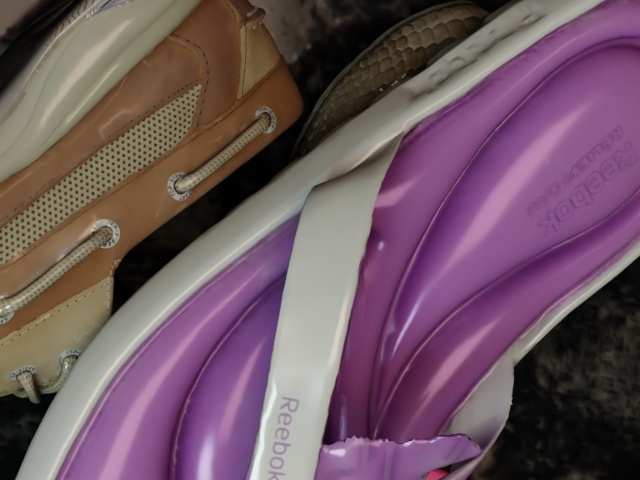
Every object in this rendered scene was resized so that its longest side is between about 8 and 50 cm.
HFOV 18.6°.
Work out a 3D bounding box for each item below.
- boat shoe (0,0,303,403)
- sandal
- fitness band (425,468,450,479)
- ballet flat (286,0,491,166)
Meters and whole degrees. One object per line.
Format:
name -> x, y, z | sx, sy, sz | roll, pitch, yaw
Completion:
boat shoe -> -0.131, 0.014, 0.781 | 0.324, 0.123, 0.116 | -45, 106, -9
sandal -> 0.025, 0.046, 0.773 | 0.416, 0.102, 0.169 | -50, 120, -11
fitness band -> 0.002, 0.235, 0.867 | 0.209, 0.054, 0.291 | 8, 89, -18
ballet flat -> 0.000, 0.000, 0.838 | 0.250, 0.058, 0.084 | -47, 139, -8
